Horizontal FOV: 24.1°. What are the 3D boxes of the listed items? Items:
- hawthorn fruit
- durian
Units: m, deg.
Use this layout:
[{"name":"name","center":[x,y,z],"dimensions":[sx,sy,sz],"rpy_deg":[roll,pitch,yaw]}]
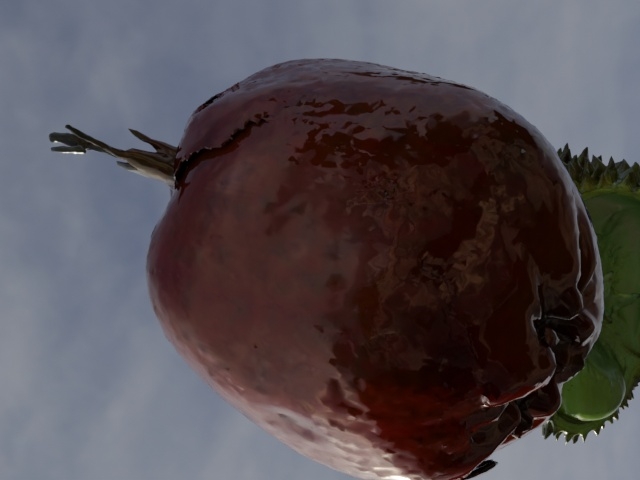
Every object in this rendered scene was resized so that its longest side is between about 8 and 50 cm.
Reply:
[{"name":"hawthorn fruit","center":[0.000,0.000,0.768],"dimensions":[0.211,0.299,0.211],"rpy_deg":[23,-90,-82]},{"name":"durian","center":[0.187,0.031,1.215],"dimensions":[0.200,0.176,0.236],"rpy_deg":[-25,-54,-35]}]
